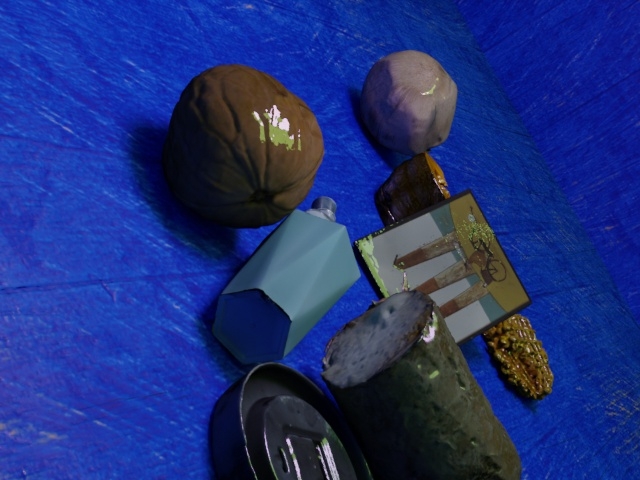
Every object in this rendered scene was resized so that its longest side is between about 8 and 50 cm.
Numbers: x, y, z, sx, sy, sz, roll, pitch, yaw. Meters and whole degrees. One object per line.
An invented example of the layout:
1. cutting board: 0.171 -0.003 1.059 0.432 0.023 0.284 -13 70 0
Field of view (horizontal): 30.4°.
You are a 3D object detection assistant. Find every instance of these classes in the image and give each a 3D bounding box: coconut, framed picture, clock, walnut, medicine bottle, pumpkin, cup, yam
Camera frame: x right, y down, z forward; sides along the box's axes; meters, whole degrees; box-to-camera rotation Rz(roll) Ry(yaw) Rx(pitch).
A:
1. coconut: 0.176 -0.270 2.393 0.224 0.224 0.224 46 25 -28
2. framed picture: 0.222 0.059 2.073 0.323 0.013 0.244 -24 83 -41
3. clock: -0.025 0.280 1.393 0.280 0.055 0.281 45 25 -29
4. walnut: -0.108 -0.127 1.576 0.228 0.228 0.228 46 25 -28
5. medicine bottle: 0.000 0.000 1.822 0.090 0.053 0.208 49 23 -23
6. pumpkin: 0.185 -0.053 2.197 0.126 0.131 0.248 47 18 -47
7. cup: -0.044 0.065 1.532 0.134 0.148 0.236 42 26 -2
8. yam: 0.133 0.236 1.567 0.300 0.195 0.195 61 20 -20

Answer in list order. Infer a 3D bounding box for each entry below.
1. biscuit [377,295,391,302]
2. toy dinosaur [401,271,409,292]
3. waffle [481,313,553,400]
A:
1. biscuit: 0.142 0.210 1.785 0.259 0.079 0.259 37 36 -32
2. toy dinosaur: 0.155 0.159 1.930 0.108 0.032 0.220 14 60 -44
3. waffle: 0.399 0.228 2.345 0.193 0.070 0.197 40 27 -39
